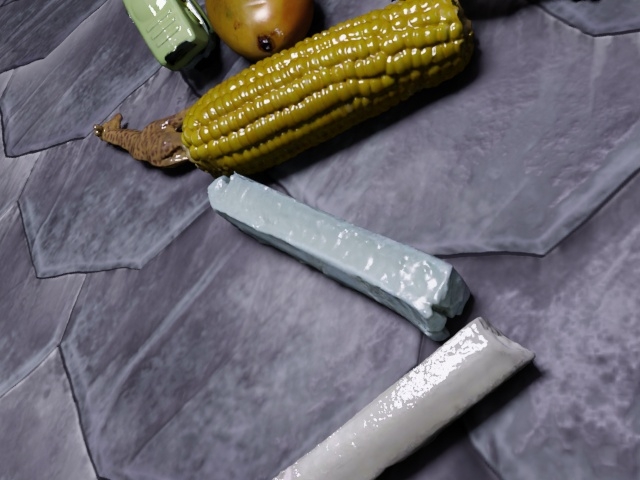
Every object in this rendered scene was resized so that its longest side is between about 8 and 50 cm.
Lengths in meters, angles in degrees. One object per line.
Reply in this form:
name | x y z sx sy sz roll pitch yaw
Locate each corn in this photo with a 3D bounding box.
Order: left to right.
corn | -0.003 -0.171 0.736 0.363 0.120 0.121 -22 52 16

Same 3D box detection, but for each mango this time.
mango | -0.088 -0.327 0.896 0.138 0.113 0.253 -44 40 7

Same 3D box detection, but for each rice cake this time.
rice cake | 0.000 0.000 0.656 0.336 0.066 0.063 27 79 42
rice cake | 0.057 0.154 0.528 0.256 0.052 0.057 -40 51 5

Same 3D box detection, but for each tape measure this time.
tape measure | -0.219 -0.322 0.950 0.087 0.154 0.178 -33 79 16

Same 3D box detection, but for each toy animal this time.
toy animal | -0.226 -0.152 0.915 0.275 0.054 0.149 -12 53 28
